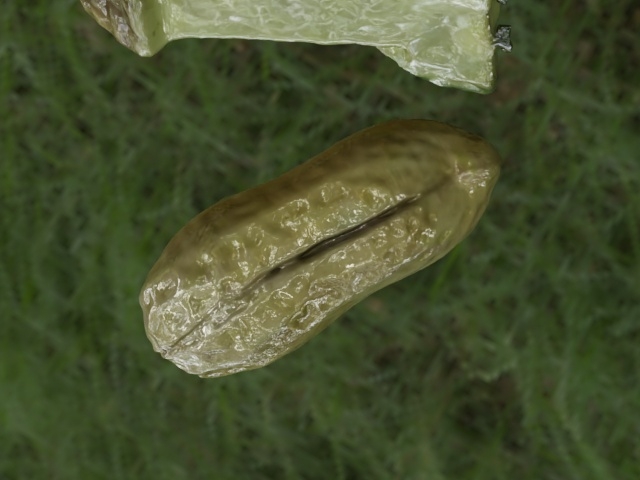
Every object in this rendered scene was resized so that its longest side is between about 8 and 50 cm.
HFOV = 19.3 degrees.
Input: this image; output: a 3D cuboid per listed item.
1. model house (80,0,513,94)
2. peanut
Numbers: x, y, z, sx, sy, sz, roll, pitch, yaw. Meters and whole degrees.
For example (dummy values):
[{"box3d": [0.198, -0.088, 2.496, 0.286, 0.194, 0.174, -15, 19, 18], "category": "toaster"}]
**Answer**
[{"box3d": [-0.028, -0.240, 0.952, 0.266, 0.321, 0.261, 2, 149, 6], "category": "model house"}, {"box3d": [0.000, 0.000, 0.832, 0.080, 0.174, 0.080, 61, 176, 7], "category": "peanut"}]
